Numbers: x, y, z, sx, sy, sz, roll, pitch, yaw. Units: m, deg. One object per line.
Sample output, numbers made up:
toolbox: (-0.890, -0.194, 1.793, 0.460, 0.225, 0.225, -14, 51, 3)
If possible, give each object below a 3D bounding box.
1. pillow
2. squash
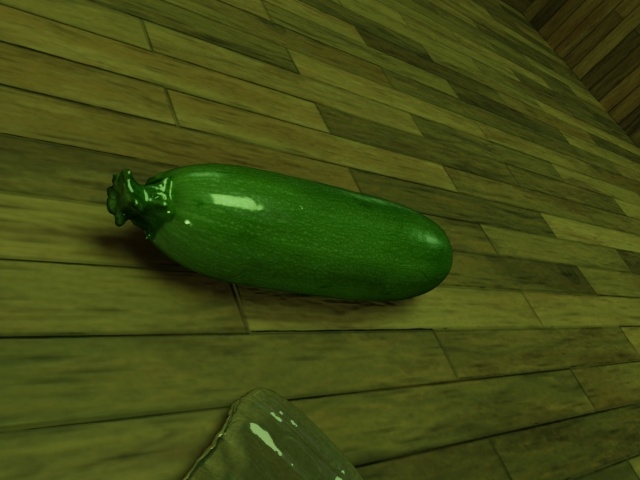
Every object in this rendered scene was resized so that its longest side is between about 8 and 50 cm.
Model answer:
pillow: (-0.042, 0.186, 0.384, 0.135, 0.034, 0.211, 43, 32, 7)
squash: (0.000, 0.000, 0.566, 0.395, 0.107, 0.107, 11, 45, -40)
